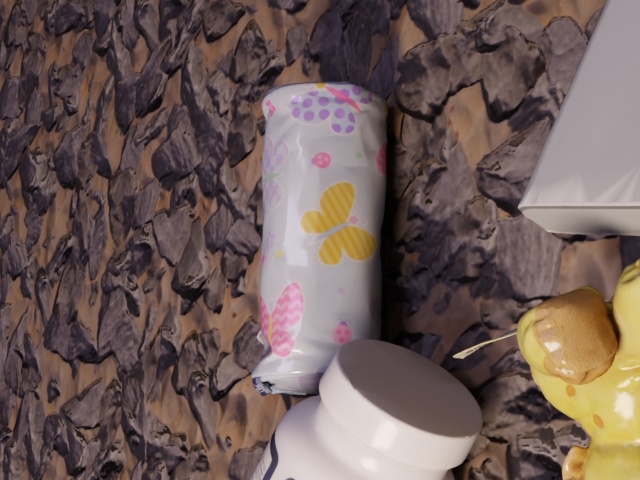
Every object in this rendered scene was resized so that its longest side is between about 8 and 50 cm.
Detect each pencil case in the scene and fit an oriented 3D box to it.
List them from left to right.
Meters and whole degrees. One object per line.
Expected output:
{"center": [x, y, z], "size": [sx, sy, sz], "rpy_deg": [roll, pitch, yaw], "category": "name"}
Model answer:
{"center": [0.000, 0.000, 1.333], "size": [0.124, 0.114, 0.273], "rpy_deg": [146, 128, -71], "category": "pencil case"}

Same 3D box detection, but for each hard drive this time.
{"center": [0.256, -0.146, 0.968], "size": [0.203, 0.040, 0.307], "rpy_deg": [2, 62, 56], "category": "hard drive"}

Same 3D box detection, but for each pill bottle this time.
{"center": [0.014, 0.217, 1.218], "size": [0.264, 0.153, 0.153], "rpy_deg": [-63, 37, 23], "category": "pill bottle"}

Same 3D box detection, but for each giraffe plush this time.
{"center": [0.205, 0.109, 0.980], "size": [0.210, 0.181, 0.170], "rpy_deg": [-31, 78, 36], "category": "giraffe plush"}
